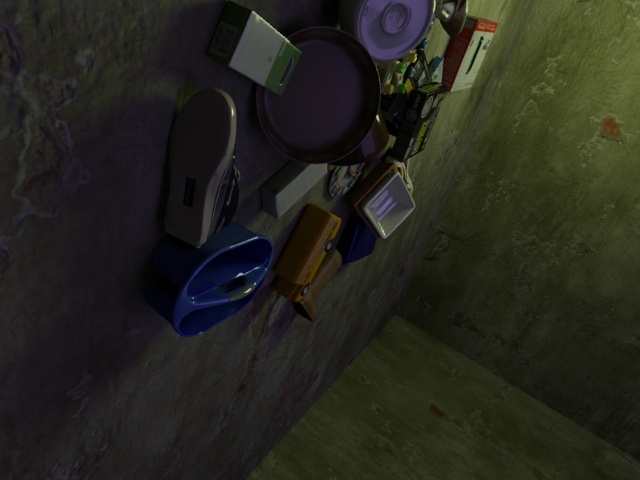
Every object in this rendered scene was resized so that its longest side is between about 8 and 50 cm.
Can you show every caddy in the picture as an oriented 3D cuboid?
[{"bbox_3d":[-0.251,0.090,1.144,0.341,0.179,0.241,-25,140,-56],"label":"caddy"}]

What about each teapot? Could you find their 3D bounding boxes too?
[{"bbox_3d":[0.142,-0.577,1.169,0.256,0.187,0.252,-35,139,6],"label":"teapot"}]

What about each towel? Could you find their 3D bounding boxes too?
[{"bbox_3d":[0.177,-0.020,2.132,0.308,0.076,0.227,-17,126,-60],"label":"towel"}]

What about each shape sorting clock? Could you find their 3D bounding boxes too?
[{"bbox_3d":[0.098,-0.243,1.689,0.206,0.040,0.206,-47,156,-30],"label":"shape sorting clock"}]

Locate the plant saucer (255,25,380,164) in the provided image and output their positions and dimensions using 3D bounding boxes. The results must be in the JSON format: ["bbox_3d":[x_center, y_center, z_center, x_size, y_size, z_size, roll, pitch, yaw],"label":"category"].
[{"bbox_3d":[-0.006,-0.338,1.119,0.311,0.050,0.310,-9,117,-19],"label":"plant saucer"}]

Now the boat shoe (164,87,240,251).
[{"bbox_3d":[-0.228,-0.154,0.992,0.340,0.127,0.158,-68,171,25],"label":"boat shoe"}]

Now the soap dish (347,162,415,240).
[{"bbox_3d":[0.248,-0.159,1.910,0.229,0.118,0.291,-47,142,-3],"label":"soap dish"}]

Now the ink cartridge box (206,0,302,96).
[{"bbox_3d":[-0.128,-0.380,0.961,0.109,0.062,0.209,-64,159,11],"label":"ink cartridge box"}]

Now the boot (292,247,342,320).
[{"bbox_3d":[-0.001,0.188,1.968,0.269,0.089,0.236,-53,158,-21],"label":"boot"}]

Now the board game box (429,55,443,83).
[{"bbox_3d":[0.438,-0.624,1.952,0.211,0.039,0.160,-58,161,-10],"label":"board game box"}]

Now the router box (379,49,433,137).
[{"bbox_3d":[0.302,-0.528,1.715,0.242,0.081,0.309,-61,159,4],"label":"router box"}]

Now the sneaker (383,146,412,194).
[{"bbox_3d":[0.323,-0.259,2.065,0.127,0.126,0.321,-54,148,-28],"label":"sneaker"}]

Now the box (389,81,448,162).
[{"bbox_3d":[0.371,-0.447,1.780,0.216,0.060,0.270,-35,149,-49],"label":"box"}]

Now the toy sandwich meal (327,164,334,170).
[{"bbox_3d":[0.034,-0.265,1.533,0.085,0.029,0.085,-53,162,-25],"label":"toy sandwich meal"}]

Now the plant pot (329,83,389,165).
[{"bbox_3d":[0.063,-0.358,1.270,0.215,0.215,0.230,-49,143,-26],"label":"plant pot"}]

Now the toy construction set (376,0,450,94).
[{"bbox_3d":[0.254,-0.594,1.456,0.327,0.151,0.215,-52,160,11],"label":"toy construction set"}]

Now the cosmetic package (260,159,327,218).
[{"bbox_3d":[-0.072,-0.175,1.362,0.239,0.060,0.098,-46,153,-31],"label":"cosmetic package"}]

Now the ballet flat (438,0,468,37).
[{"bbox_3d":[0.443,-0.853,1.595,0.124,0.116,0.342,-25,144,-24],"label":"ballet flat"}]

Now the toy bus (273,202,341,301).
[{"bbox_3d":[-0.055,0.045,1.624,0.332,0.108,0.130,-62,159,5],"label":"toy bus"}]

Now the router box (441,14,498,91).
[{"bbox_3d":[0.652,-0.832,2.110,0.335,0.082,0.301,-32,145,-51],"label":"router box"}]
